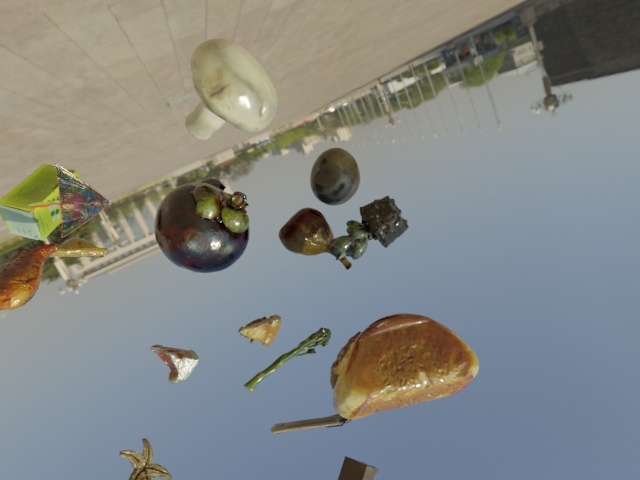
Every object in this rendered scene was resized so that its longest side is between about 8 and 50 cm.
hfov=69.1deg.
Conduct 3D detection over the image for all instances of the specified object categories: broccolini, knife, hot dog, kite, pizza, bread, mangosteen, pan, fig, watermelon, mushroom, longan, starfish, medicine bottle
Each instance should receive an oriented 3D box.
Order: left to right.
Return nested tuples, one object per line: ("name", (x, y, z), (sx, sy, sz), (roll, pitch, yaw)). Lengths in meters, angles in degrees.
("bread", (-0.837, 0.092, 1.288), (0.140, 0.095, 0.268), (-11, -138, 0))
("medicine bottle", (-0.937, -0.133, 1.576), (0.141, 0.137, 0.250), (11, -136, 7))
("kite", (-0.532, -0.080, 0.991), (0.159, 0.189, 0.010), (-2, -141, -28))
("pizza", (-0.975, 0.028, 1.824), (0.188, 0.080, 0.204), (-1, 176, 43))
("starfish", (-0.644, 0.847, 1.700), (0.043, 0.241, 0.227), (-33, -147, 32))
("watermelon", (-0.487, 0.400, 1.597), (0.121, 0.158, 0.098), (-34, -163, -34))
("pan", (-0.498, -0.216, 1.923), (0.202, 0.048, 0.128), (-12, 160, -40))
("mangosteen", (-0.358, -0.065, 1.487), (0.359, 0.306, 0.306), (-51, -178, 25))
("mushroom", (-0.280, -0.485, 1.509), (0.315, 0.314, 0.356), (-28, 180, -16))
("pizza", (-0.272, 0.386, 2.016), (0.194, 0.154, 0.069), (8, -154, -33))
("broccolini", (-0.112, 0.453, 1.751), (0.392, 0.074, 0.078), (-32, 166, -27))
("knife", (-0.032, 0.756, 1.916), (0.366, 0.043, 0.089), (-13, 176, 9))
("fig", (-0.019, 0.003, 1.761), (0.191, 0.290, 0.190), (-35, -151, 24))
("longan", (0.054, -0.237, 1.728), (0.198, 0.212, 0.198), (-6, -175, 1))
("hot dog", (0.211, 0.330, 1.276), (0.406, 0.223, 0.185), (-8, 147, -16))

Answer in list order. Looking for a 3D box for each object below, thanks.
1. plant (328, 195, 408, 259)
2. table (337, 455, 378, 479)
("plant", (0.149, -0.031, 1.543), (0.275, 0.146, 0.149), (-34, -126, 23))
("table", (0.117, 0.700, 1.386), (0.083, 0.082, 0.070), (0, -119, 44))
